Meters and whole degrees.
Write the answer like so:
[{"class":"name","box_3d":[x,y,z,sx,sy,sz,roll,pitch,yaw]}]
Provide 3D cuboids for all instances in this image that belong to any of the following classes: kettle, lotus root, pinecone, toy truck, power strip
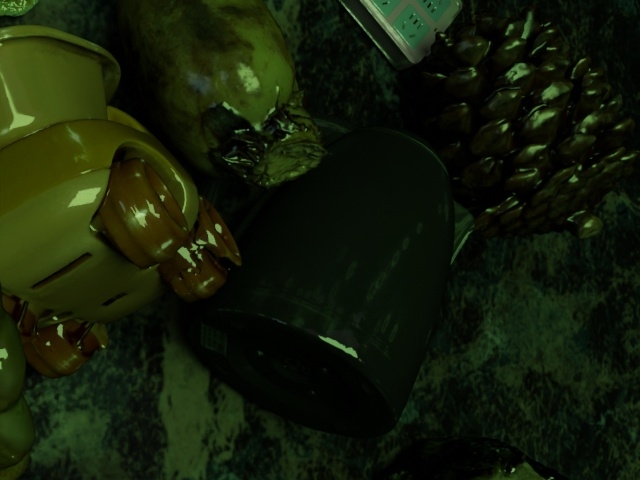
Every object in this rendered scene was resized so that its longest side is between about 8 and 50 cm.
[{"class":"kettle","box_3d":[0.000,0.000,1.129,0.268,0.207,0.290,25,63,2]},{"class":"lotus root","box_3d":[-0.105,-0.163,1.075,0.141,0.169,0.314,-28,63,-7]},{"class":"pinecone","box_3d":[0.210,-0.117,1.252,0.224,0.224,0.273,-24,76,-32]},{"class":"toy truck","box_3d":[-0.210,-0.025,0.953,0.204,0.288,0.212,-31,76,6]},{"class":"power strip","box_3d":[0.042,-0.311,1.272,0.279,0.037,0.109,47,63,-18]}]

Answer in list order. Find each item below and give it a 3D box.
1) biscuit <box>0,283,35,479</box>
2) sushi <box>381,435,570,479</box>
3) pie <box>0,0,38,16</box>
[{"class":"biscuit","box_3d":[-0.304,0.016,0.814,0.078,0.329,0.335,-29,144,-37]},{"class":"sushi","box_3d":[0.120,0.350,1.158,0.211,0.170,0.350,48,64,-20]},{"class":"pie","box_3d":[-0.288,-0.242,1.069,0.084,0.020,0.085,5,81,-31]}]
